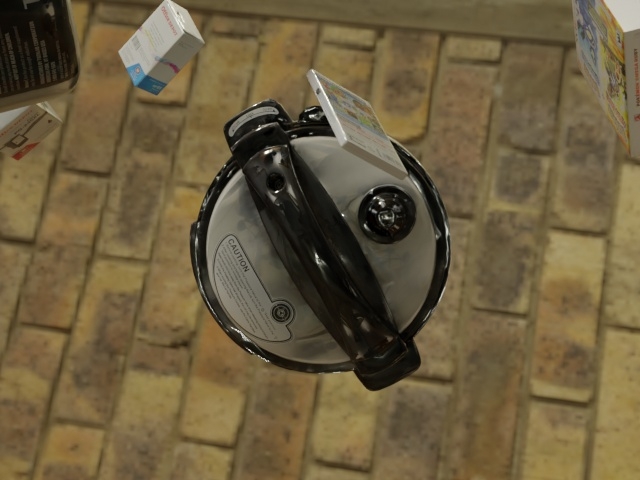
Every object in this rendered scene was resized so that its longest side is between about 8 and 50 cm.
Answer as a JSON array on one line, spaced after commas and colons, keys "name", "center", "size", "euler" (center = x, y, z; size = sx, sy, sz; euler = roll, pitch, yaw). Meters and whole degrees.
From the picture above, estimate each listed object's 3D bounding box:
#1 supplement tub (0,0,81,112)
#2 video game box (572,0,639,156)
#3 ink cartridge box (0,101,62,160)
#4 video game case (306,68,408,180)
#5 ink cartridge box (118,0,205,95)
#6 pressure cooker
[{"name": "supplement tub", "center": [-0.355, -0.164, 0.855], "size": [0.193, 0.316, 0.193], "euler": [163, 90, -73]}, {"name": "video game box", "center": [0.355, -0.234, 1.391], "size": [0.205, 0.048, 0.187], "euler": [-103, -6, -48]}, {"name": "ink cartridge box", "center": [-0.518, -0.204, 1.952], "size": [0.109, 0.063, 0.150], "euler": [-40, -9, 1]}, {"name": "video game case", "center": [0.036, -0.116, 1.143], "size": [0.011, 0.087, 0.122], "euler": [-46, 42, 23]}, {"name": "ink cartridge box", "center": [-0.249, -0.303, 1.808], "size": [0.052, 0.122, 0.088], "euler": [19, -146, -49]}, {"name": "pressure cooker", "center": [0.004, -0.004, 1.672], "size": [0.420, 0.370, 0.375], "euler": [-75, 3, -83]}]
